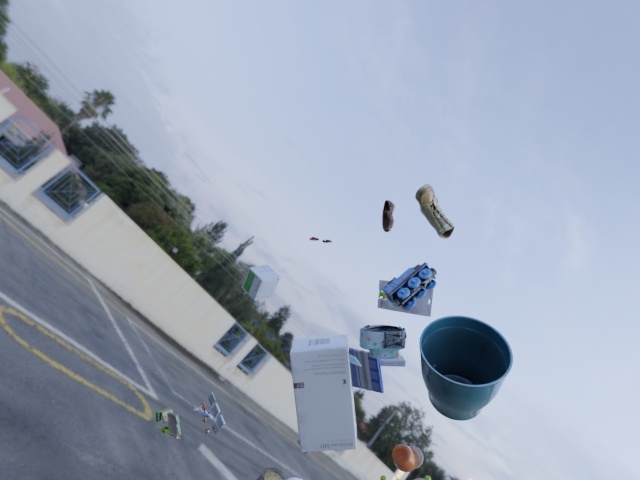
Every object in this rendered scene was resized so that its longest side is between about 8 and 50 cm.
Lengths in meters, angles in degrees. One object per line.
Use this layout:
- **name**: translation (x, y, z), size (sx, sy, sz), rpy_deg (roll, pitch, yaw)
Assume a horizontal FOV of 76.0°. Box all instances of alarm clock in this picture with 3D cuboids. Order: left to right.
- **alarm clock**: translation (-0.171, 0.836, 1.369), size (0.129, 0.064, 0.192), rpy_deg (46, 6, 39)

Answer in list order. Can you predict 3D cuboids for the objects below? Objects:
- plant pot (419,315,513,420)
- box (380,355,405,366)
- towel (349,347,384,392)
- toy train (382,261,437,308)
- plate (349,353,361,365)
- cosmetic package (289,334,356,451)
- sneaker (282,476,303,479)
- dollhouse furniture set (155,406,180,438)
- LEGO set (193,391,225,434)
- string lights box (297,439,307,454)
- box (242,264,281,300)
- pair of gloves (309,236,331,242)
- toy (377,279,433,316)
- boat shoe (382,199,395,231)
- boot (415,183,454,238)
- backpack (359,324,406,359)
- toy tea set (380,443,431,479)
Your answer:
- **plant pot**: translation (0.451, 0.430, 1.319), size (0.271, 0.271, 0.256), rpy_deg (30, -42, 40)
- **box**: translation (0.399, 0.676, 2.375), size (0.145, 0.038, 0.186), rpy_deg (3, 6, -4)
- **towel**: translation (0.197, 0.645, 2.064), size (0.284, 0.034, 0.210), rpy_deg (-6, -86, 48)
- **toy train**: translation (0.297, 0.145, 1.351), size (0.105, 0.184, 0.080), rpy_deg (34, -20, 55)
- **plate**: translation (0.089, 0.469, 1.694), size (0.188, 0.024, 0.188), rpy_deg (26, -9, 4)
- **cosmetic package**: translation (0.016, 0.560, 1.515), size (0.156, 0.217, 0.386), rpy_deg (-59, 141, -83)
- **sneaker**: translation (-0.088, 0.742, 1.051), size (0.086, 0.226, 0.163), rpy_deg (15, 21, -18)
- **dollhouse furniture set**: translation (-0.487, 0.599, 1.363), size (0.151, 0.058, 0.076), rpy_deg (-6, -94, 43)
- **LEGO set**: translation (-0.603, 0.953, 2.207), size (0.183, 0.060, 0.244), rpy_deg (57, -46, 25)
- **string lights box**: translation (-0.009, 0.905, 1.929), size (0.077, 0.133, 0.260), rpy_deg (50, -38, 22)
- **box**: translation (-0.227, 0.161, 1.569), size (0.087, 0.101, 0.101), rpy_deg (39, 27, 29)
- **pair of gloves**: translation (0.000, 0.000, 1.538), size (0.083, 0.010, 0.074), rpy_deg (9, -7, -8)
- **toy**: translation (0.378, 0.250, 1.828), size (0.237, 0.137, 0.056), rpy_deg (6, 14, 16)
- **boat shoe**: translation (0.347, -0.130, 2.146), size (0.064, 0.178, 0.060), rpy_deg (-9, -30, 37)
- **boot**: translation (0.534, -0.130, 1.902), size (0.204, 0.095, 0.262), rpy_deg (62, 3, 32)
- **backpack**: translation (0.255, 0.426, 1.738), size (0.188, 0.145, 0.166), rpy_deg (8, -5, -1)
- **toy tea set**: translation (0.243, 0.789, 1.211), size (0.199, 0.336, 0.124), rpy_deg (15, -30, 38)
